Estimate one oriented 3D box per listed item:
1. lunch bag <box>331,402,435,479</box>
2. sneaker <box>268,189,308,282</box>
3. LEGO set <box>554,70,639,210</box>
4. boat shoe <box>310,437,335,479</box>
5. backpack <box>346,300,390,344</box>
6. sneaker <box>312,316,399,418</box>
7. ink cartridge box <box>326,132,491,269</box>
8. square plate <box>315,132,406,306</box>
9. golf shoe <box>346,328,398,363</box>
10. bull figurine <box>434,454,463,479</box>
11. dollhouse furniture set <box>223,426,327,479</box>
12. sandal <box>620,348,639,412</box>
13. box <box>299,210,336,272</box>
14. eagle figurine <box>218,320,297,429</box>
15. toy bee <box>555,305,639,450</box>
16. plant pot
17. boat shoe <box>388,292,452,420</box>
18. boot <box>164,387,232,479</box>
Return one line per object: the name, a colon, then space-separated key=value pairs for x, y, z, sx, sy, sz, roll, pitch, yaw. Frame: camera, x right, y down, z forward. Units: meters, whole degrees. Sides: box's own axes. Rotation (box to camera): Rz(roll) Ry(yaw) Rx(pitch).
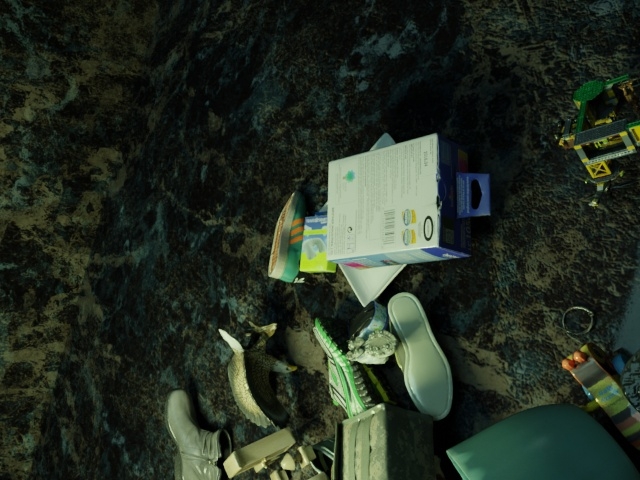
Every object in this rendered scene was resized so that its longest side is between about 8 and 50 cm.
lunch bag: x=0.113 y=0.519 z=1.374 sx=0.287 sy=0.168 sz=0.235 roll=-41 pitch=36 yaw=47
sneaker: x=-0.070 y=-0.007 z=1.844 sx=0.108 sy=0.121 sz=0.302 roll=-44 pitch=30 yaw=55
LEGO set: x=0.643 y=-0.202 z=1.162 sx=0.331 sy=0.192 sz=0.255 roll=-20 pitch=37 yaw=37
boat shoe: x=0.073 y=0.629 z=1.530 sx=0.116 sy=0.099 sz=0.319 roll=-58 pitch=47 yaw=19
backpack: x=0.131 y=0.217 z=1.575 sx=0.114 sy=0.084 sz=0.105 roll=-52 pitch=18 yaw=29
sneaker: x=0.057 y=0.342 z=1.595 sx=0.146 sy=0.134 sz=0.344 roll=-49 pitch=50 yaw=27
ink cartridge box: x=0.206 y=-0.085 z=1.474 sx=0.395 sy=0.151 sz=0.270 roll=-10 pitch=74 yaw=43
square plate: x=0.159 y=-0.055 z=1.654 sx=0.344 sy=0.049 sz=0.347 roll=-49 pitch=50 yaw=24
golf shoe: x=0.143 y=0.262 z=1.482 sx=0.176 sy=0.086 sz=0.069 roll=-23 pitch=45 yaw=55
bull figurine: x=0.285 y=0.566 z=1.335 sx=0.310 sy=0.101 sz=0.189 roll=-19 pitch=65 yaw=41
dollhouse furniture set: x=-0.099 y=0.696 z=1.591 sx=0.356 sy=0.173 sz=0.303 roll=62 pitch=148 yaw=20
sandal: x=0.692 y=0.130 z=1.013 sx=0.445 sy=0.107 sz=0.168 roll=-43 pitch=56 yaw=15
box: x=0.000 y=0.000 z=1.735 sx=0.109 sy=0.042 sz=0.178 roll=-4 pitch=77 yaw=44
eagle figurine: x=-0.178 y=0.388 z=1.783 sx=0.225 sy=0.226 sz=0.299 roll=0 pitch=74 yaw=24
toy bee: x=0.513 y=0.262 z=1.144 sx=0.298 sy=0.162 sz=0.195 roll=39 pitch=109 yaw=43
plant pot: x=0.399 y=0.422 z=1.060 sx=0.235 sy=0.293 sz=0.293 roll=-35 pitch=51 yaw=-4
boat shoe: x=0.236 y=0.277 z=1.465 sx=0.109 sy=0.091 sz=0.305 roll=-15 pitch=67 yaw=-1
boot: x=-0.379 y=0.627 z=1.987 sx=0.222 sy=0.118 sz=0.338 roll=-24 pitch=74 yaw=35
